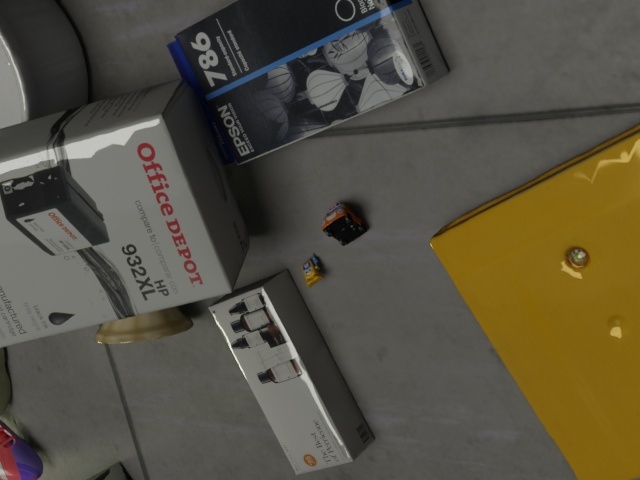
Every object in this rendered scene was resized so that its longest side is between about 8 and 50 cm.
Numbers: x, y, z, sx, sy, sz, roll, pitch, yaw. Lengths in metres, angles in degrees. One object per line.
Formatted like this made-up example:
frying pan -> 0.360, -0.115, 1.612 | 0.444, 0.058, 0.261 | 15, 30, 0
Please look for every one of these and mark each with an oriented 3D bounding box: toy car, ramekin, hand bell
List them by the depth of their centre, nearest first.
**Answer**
toy car -> 0.000, 0.000, 1.255 | 0.122, 0.060, 0.040 | -45, 52, 32
ramekin -> -0.422, -0.206, 1.384 | 0.277, 0.135, 0.277 | 14, 118, 27
hand bell -> -0.239, -0.001, 1.395 | 0.126, 0.126, 0.242 | -2, 99, 34

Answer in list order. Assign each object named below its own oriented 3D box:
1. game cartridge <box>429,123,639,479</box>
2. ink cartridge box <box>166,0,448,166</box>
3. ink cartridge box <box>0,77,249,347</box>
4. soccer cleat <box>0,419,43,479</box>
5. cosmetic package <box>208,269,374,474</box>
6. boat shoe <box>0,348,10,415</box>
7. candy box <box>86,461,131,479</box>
game cartridge -> 0.302, 0.073, 1.096 | 0.285, 0.053, 0.323 | -29, 97, 39
ink cartridge box -> -0.039, -0.189, 1.187 | 0.333, 0.065, 0.165 | -20, 100, 39
ink cartridge box -> -0.264, -0.027, 1.254 | 0.307, 0.129, 0.223 | -14, 114, 13
soccer cleat -> -0.530, 0.289, 1.725 | 0.248, 0.083, 0.095 | 30, 120, 22
cosmetic package -> -0.036, 0.163, 1.349 | 0.099, 0.060, 0.239 | -22, 98, 39
boat shoe -> -0.505, 0.206, 1.686 | 0.043, 0.049, 0.137 | 16, 117, 31
candy box -> -0.391, 0.431, 1.645 | 0.233, 0.159, 0.071 | -34, 92, 40
